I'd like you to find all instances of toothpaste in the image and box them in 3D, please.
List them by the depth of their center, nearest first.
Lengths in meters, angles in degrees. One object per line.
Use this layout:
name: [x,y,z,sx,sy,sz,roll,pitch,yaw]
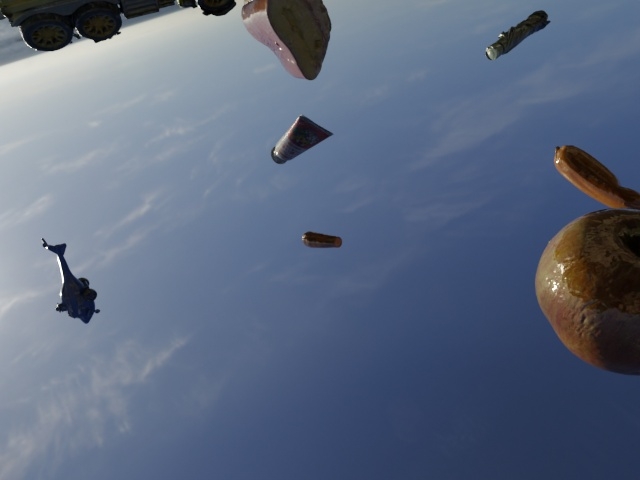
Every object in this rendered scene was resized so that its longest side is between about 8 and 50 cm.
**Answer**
toothpaste: [-0.057,-0.246,1.128,0.234,0.089,0.057,-19,-131,61]

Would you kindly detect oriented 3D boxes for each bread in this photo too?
bread: [-0.035,-0.250,0.536,0.067,0.119,0.192,-43,-149,2]

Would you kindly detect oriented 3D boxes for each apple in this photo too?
apple: [0.397,0.065,0.604,0.210,0.188,0.211,-1,-135,1]

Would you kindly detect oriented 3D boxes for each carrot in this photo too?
carrot: [0.000,0.000,0.820,0.032,0.032,0.093,-37,-153,-31]

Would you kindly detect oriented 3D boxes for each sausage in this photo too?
sausage: [0.476,-0.105,0.796,0.054,0.062,0.183,-46,-120,15]

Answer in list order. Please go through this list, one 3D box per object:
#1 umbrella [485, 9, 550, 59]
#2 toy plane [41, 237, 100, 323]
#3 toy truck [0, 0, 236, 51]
umbrella: [0.426,-0.450,0.998,0.188,0.050,0.046,-36,-145,-20]
toy plane: [-0.403,0.071,0.738,0.062,0.167,0.054,-24,-143,-33]
toy truck: [-0.208,-0.302,0.446,0.272,0.124,0.157,-23,172,-17]
